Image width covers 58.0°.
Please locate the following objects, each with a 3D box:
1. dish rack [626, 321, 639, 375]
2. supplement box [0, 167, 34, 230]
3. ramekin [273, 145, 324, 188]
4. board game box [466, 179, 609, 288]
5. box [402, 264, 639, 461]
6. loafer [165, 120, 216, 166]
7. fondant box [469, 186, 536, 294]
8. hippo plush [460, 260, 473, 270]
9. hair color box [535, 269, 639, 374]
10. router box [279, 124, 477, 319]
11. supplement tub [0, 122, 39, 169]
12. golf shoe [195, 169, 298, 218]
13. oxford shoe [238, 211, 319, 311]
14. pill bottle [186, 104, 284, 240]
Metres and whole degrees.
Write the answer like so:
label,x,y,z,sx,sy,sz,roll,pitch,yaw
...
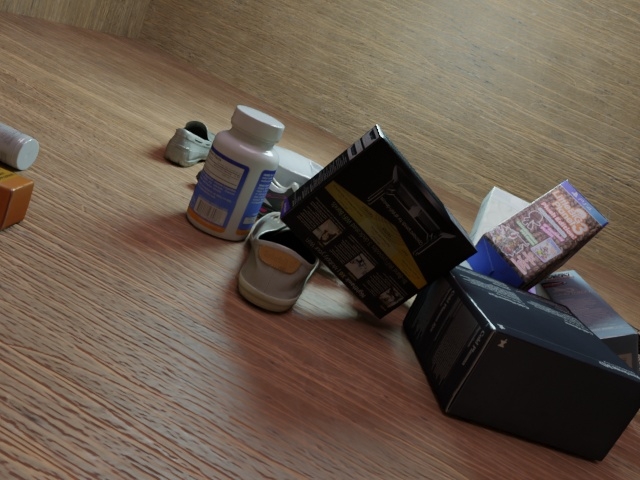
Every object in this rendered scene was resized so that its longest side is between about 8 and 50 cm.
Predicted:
label,x,y,z,sx,sy,sz,roll,pitch,yaw
dish rack,0.784,0.285,1.439,0.208,0.074,0.271,39,-17,31
supplement box,-0.588,-0.099,0.910,0.233,0.080,0.078,21,16,-6
ramekin,-0.099,-0.177,1.703,0.273,0.127,0.273,22,17,-7
board game box,0.500,0.026,1.401,0.291,0.232,0.141,-30,69,-21
box,0.377,0.218,1.127,0.343,0.179,0.312,21,16,-13
loafer,-0.365,-0.300,1.723,0.112,0.111,0.319,24,18,-3
fondant box,0.556,0.035,1.699,0.238,0.330,0.096,26,-26,2
hippo plush,0.220,0.089,1.343,0.236,0.234,0.294,47,-21,9
hair color box,0.630,0.227,1.393,0.113,0.185,0.374,-9,17,6
router box,0.112,-0.026,1.114,0.309,0.243,0.081,46,17,-22
supplement tub,-0.622,-0.191,1.134,0.107,0.071,0.071,26,18,0
golf shoe,-0.186,-0.143,1.509,0.273,0.120,0.105,23,19,-1
oxford shoe,-0.071,0.006,1.224,0.169,0.130,0.449,22,16,-4
pill bottle,-0.182,-0.150,1.274,0.152,0.272,0.152,23,17,-8
